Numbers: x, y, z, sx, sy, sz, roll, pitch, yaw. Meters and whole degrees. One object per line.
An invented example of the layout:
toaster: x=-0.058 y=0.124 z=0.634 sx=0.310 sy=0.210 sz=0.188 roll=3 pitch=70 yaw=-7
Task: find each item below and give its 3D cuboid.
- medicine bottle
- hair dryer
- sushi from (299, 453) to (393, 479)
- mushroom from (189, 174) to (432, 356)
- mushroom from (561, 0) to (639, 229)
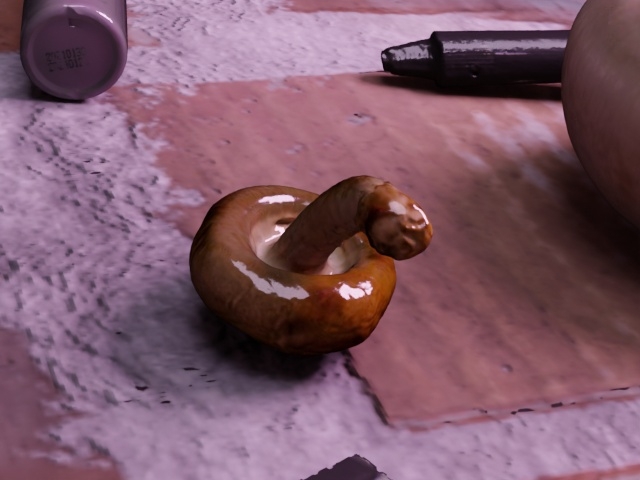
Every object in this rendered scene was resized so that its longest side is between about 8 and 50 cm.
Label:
medicine bottle: x=-0.140 y=-0.150 z=0.798 sx=0.058 sy=0.057 sz=0.199 roll=2 pitch=33 yaw=-12
hair dryer: x=0.155 y=-0.115 z=0.836 sx=0.248 sy=0.070 sz=0.114 roll=-4 pitch=35 yaw=-6
sushi: x=0.032 y=0.132 z=0.434 sx=0.201 sy=0.031 sz=0.139 roll=34 pitch=40 yaw=32
mushroom: x=-0.002 y=0.011 z=0.565 sx=0.088 sy=0.072 sz=0.129 roll=8 pitch=-4 yaw=-29
mushroom: x=0.223 y=-0.095 z=0.668 sx=0.207 sy=0.215 sz=0.207 roll=3 pitch=33 yaw=-2
